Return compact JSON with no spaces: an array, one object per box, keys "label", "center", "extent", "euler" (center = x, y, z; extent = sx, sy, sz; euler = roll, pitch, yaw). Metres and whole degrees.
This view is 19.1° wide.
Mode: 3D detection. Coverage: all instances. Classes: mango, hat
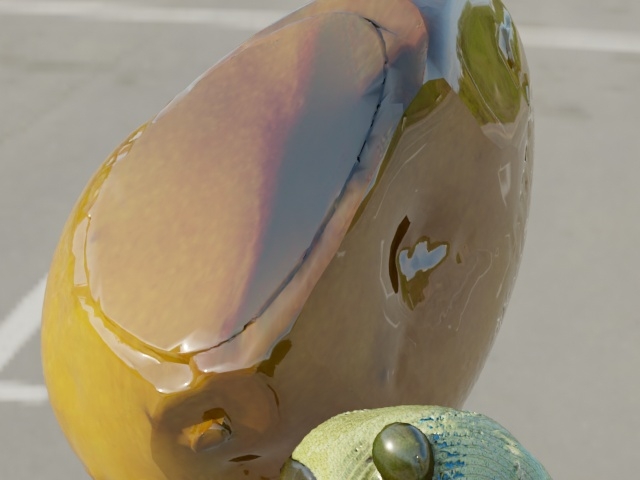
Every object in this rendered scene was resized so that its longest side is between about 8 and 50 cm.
[{"label":"mango","center":[0.000,0.000,0.676],"extent":[0.136,0.166,0.236],"euler":[15,63,33]},{"label":"hat","center":[0.030,0.082,0.521],"extent":[0.076,0.077,0.059],"euler":[0,-11,-16]}]
